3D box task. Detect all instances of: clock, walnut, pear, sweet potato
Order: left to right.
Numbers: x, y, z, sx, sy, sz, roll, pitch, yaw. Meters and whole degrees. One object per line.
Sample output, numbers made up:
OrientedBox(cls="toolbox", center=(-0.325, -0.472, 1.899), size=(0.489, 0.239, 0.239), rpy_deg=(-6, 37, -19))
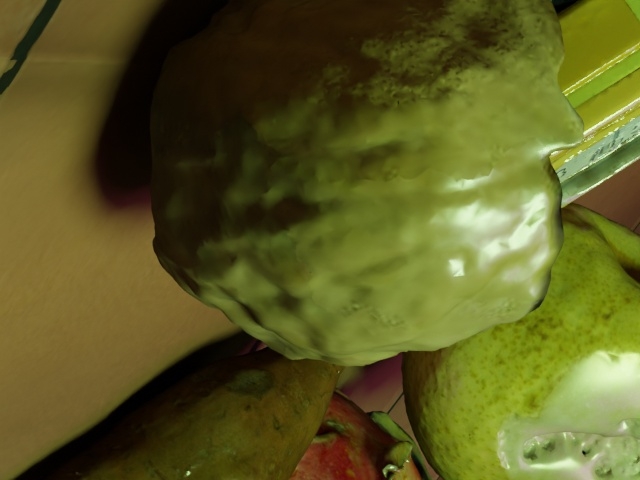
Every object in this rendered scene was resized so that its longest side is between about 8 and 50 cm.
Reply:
OrientedBox(cls="sweet potato", center=(-0.081, 0.145, 1.137), size=(0.359, 0.112, 0.112), rpy_deg=(-34, 159, -39))
OrientedBox(cls="walnut", center=(0.005, -0.035, 0.809), size=(0.141, 0.204, 0.238), rpy_deg=(-6, 133, -35))
OrientedBox(cls="pear", center=(0.195, 0.104, 1.494), size=(0.271, 0.271, 0.271), rpy_deg=(-44, 163, -17))
OrientedBox(cls="clock", center=(0.204, -0.110, 1.235), size=(0.202, 0.096, 0.143), rpy_deg=(-32, 166, -1))

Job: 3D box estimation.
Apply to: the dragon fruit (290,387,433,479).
OrientedBox(cls="dragon fruit", center=(0.015, 0.294, 1.444), size=(0.296, 0.263, 0.314), rpy_deg=(-55, 162, 20))

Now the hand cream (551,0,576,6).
OrientedBox(cls="hand cream", center=(0.248, -0.216, 1.261), size=(0.271, 0.058, 0.091), rpy_deg=(-25, 163, -47))
